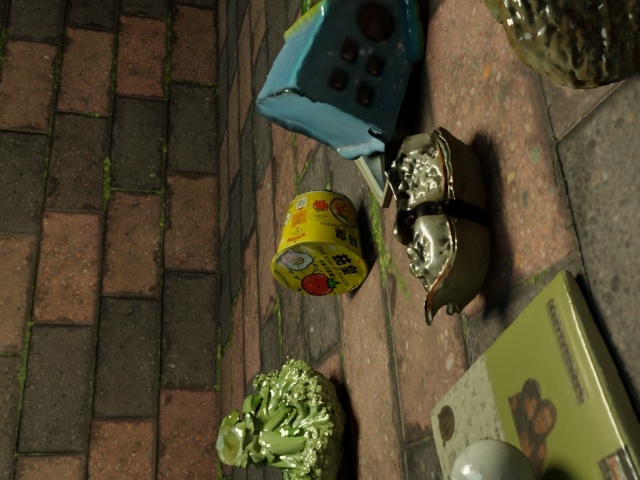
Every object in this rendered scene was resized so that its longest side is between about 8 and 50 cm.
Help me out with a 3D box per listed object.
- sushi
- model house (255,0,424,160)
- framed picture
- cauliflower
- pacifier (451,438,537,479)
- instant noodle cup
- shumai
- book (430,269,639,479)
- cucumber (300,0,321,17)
[{"bbox_3d":[0.164,-0.026,0.892,0.109,0.134,0.273,-31,40,32],"label":"sushi"},{"bbox_3d":[0.040,-0.319,1.186,0.237,0.215,0.303,7,79,70],"label":"model house"},{"bbox_3d":[0.106,-0.172,1.265,0.203,0.015,0.150,-111,30,-54],"label":"framed picture"},{"bbox_3d":[-0.077,0.375,1.354,0.275,0.250,0.272,-164,77,-68],"label":"cauliflower"},{"bbox_3d":[0.173,0.292,0.627,0.287,0.238,0.226,-40,31,41],"label":"pacifier"},{"bbox_3d":[0.000,0.000,1.330,0.182,0.182,0.144,116,161,-51],"label":"instant noodle cup"},{"bbox_3d":[0.243,-0.249,0.660,0.153,0.161,0.210,-56,-50,-81],"label":"shumai"},{"bbox_3d":[0.220,0.228,0.773,0.352,0.035,0.239,113,156,-48],"label":"book"},{"bbox_3d":[0.001,-0.530,1.550,0.145,0.105,0.326,-151,63,-71],"label":"cucumber"}]
